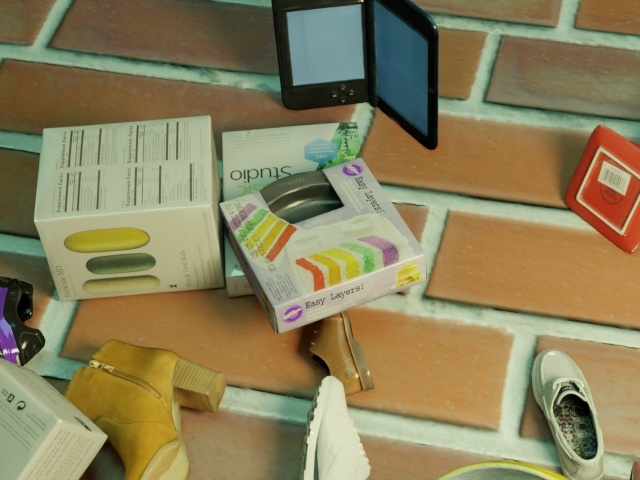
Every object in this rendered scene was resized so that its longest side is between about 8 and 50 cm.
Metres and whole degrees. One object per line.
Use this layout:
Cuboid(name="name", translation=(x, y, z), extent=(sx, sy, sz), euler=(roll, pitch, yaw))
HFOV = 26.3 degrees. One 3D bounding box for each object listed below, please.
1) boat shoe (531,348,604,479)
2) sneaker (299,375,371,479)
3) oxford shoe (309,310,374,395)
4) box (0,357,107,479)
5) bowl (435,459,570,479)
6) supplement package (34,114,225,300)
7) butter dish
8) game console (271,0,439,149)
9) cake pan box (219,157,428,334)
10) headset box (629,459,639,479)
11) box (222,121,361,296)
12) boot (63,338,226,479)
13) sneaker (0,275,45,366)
Cuboid(name="boat shoe", translation=(0.352, 0.233, 1.916), extent=(0.079, 0.081, 0.227), euler=(-8, 49, -3))
Cuboid(name="sneaker", translation=(0.022, 0.297, 1.893), extent=(0.095, 0.090, 0.235), euler=(7, 55, -3))
Cuboid(name="oxford shoe", translation=(0.013, 0.139, 2.030), extent=(0.076, 0.076, 0.212), euler=(-20, 50, 0))
Cuboid(name="box", translation=(-0.424, 0.280, 1.860), extent=(0.181, 0.119, 0.182), euler=(34, 88, 30))
Cuboid(name="bowl", translation=(0.252, 0.403, 1.705), extent=(0.289, 0.289, 0.156), euler=(23, 13, 22))
Cuboid(name="supplement package", translation=(-0.289, -0.049, 2.127), extent=(0.263, 0.199, 0.198), euler=(-5, 50, 0))
Cuboid(name="butter dish", translation=(0.492, -0.088, 2.164), extent=(0.118, 0.160, 0.160), euler=(-14, 45, -40))
Cuboid(name="game console", translation=(0.057, -0.286, 2.248), extent=(0.250, 0.293, 0.173), euler=(-7, 49, -1))
Cuboid(name="cake pan box", translation=(0.000, 0.000, 2.067), extent=(0.246, 0.070, 0.267), euler=(-17, 43, -12))
Cuboid(name="headset box", translation=(0.490, 0.416, 1.728), extent=(0.218, 0.110, 0.293), euler=(7, 50, 9))
Cuboid(name="box", translation=(-0.041, -0.056, 2.211), extent=(0.232, 0.058, 0.322), euler=(-5, 50, 0))
Cuboid(name="boot", translation=(-0.281, 0.270, 1.929), extent=(0.211, 0.104, 0.295), euler=(10, 47, 20))
Cuboid(name="sneaker", translation=(-0.516, 0.092, 2.097), extent=(0.146, 0.102, 0.293), euler=(-26, 57, -23))
